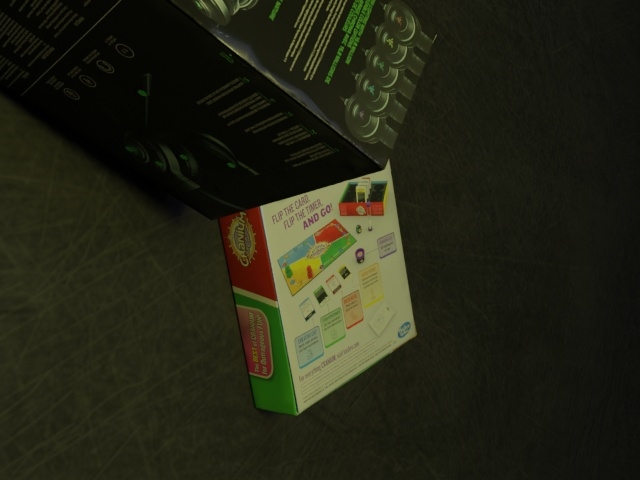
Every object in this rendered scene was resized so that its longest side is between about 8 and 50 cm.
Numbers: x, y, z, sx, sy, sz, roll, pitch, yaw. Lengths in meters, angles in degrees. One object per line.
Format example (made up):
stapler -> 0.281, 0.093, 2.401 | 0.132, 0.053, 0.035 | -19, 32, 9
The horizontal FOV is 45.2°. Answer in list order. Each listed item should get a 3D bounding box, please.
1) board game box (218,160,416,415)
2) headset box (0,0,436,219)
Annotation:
board game box -> 0.000, 0.000, 0.872 | 0.242, 0.064, 0.316 | -22, 107, -48
headset box -> -0.093, -0.144, 0.570 | 0.283, 0.246, 0.131 | 34, 64, -27
